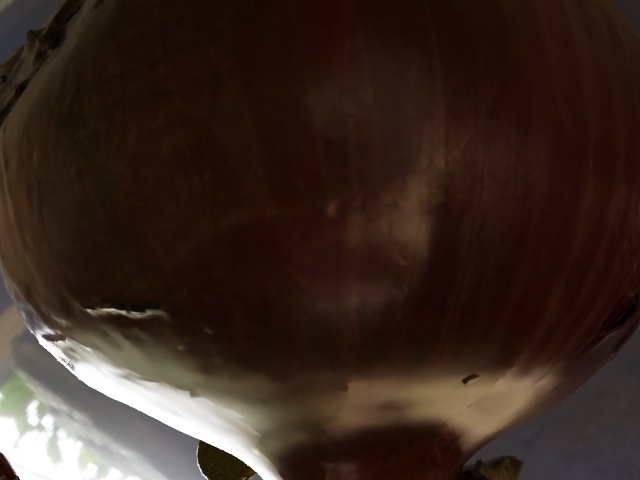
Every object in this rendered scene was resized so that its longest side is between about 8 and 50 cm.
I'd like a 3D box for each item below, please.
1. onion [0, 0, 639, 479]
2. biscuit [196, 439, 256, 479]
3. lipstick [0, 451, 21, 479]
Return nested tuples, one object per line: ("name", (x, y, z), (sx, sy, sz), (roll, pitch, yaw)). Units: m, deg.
("onion", (0.003, -0.028, 0.595), (0.353, 0.353, 0.354), (-43, -29, -31))
("biscuit", (-0.100, 0.234, 1.312), (0.084, 0.084, 0.023), (-58, -37, -3))
("lipstick", (-0.398, 0.280, 1.051), (0.279, 0.073, 0.073), (-28, -33, -11))
